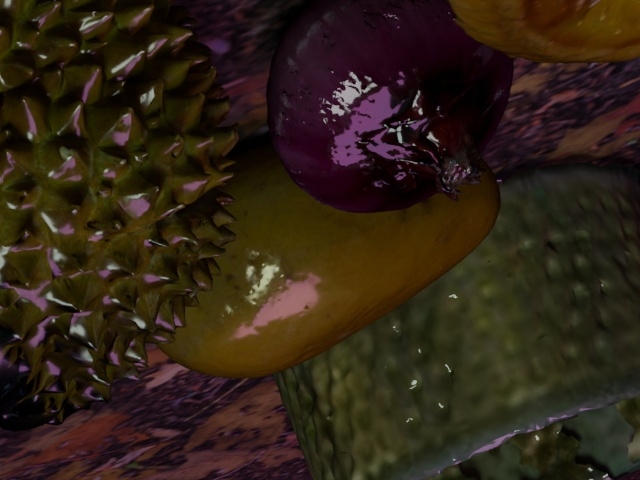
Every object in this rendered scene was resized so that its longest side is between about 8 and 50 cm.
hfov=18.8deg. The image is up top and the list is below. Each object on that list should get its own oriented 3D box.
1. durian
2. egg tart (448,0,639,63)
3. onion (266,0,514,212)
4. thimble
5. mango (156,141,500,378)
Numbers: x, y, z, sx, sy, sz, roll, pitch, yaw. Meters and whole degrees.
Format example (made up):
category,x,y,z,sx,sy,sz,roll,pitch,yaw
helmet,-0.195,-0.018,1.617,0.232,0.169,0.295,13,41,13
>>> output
category,x,y,z,sx,sy,sz,roll,pitch,yaw
durian,-0.138,0.000,0.737,0.237,0.138,0.193,-18,160,-8
egg tart,0.112,-0.153,0.549,0.215,0.171,0.215,-21,161,-7
onion,0.032,-0.059,0.818,0.115,0.104,0.115,-26,148,-18
thimble,0.108,0.077,1.189,0.270,0.150,0.271,-19,161,-7
mango,0.000,0.000,0.956,0.195,0.098,0.137,-21,160,-26
